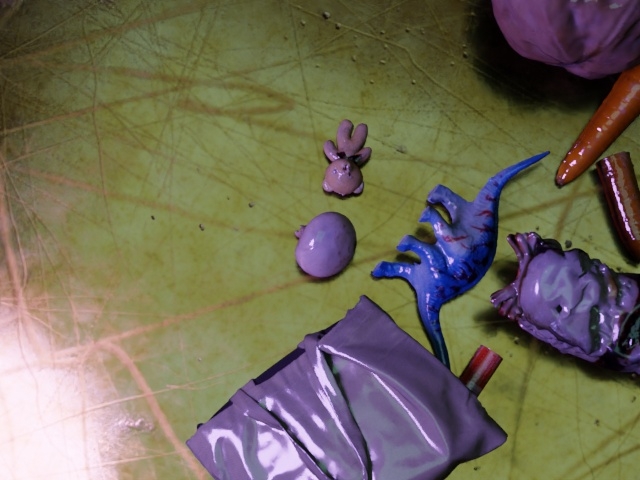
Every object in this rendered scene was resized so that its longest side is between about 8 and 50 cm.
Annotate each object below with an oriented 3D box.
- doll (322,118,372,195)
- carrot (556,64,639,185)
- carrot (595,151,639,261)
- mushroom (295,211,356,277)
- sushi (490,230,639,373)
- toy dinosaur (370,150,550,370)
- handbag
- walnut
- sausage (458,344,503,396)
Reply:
[{"bbox_3d":[0.032,-0.104,1.922,0.061,0.051,0.093,10,51,2],"label":"doll"},{"bbox_3d":[0.386,-0.180,1.915,0.271,0.066,0.062,-51,123,-10],"label":"carrot"},{"bbox_3d":[0.382,-0.039,1.905,0.048,0.048,0.139,-14,83,-3],"label":"carrot"},{"bbox_3d":[0.000,0.000,1.887,0.085,0.085,0.079,-46,42,-7],"label":"mushroom"},{"bbox_3d":[0.362,0.095,1.836,0.332,0.130,0.124,21,81,2],"label":"sushi"},{"bbox_3d":[0.156,0.010,1.880,0.144,0.076,0.329,24,83,-3],"label":"toy dinosaur"},{"bbox_3d":[0.024,0.237,1.818,0.316,0.109,0.253,-39,78,1],"label":"handbag"},{"bbox_3d":[0.325,-0.336,1.862,0.273,0.227,0.273,0,82,-1],"label":"walnut"},{"bbox_3d":[0.174,0.190,1.868,0.034,0.034,0.129,34,82,5],"label":"sausage"}]
